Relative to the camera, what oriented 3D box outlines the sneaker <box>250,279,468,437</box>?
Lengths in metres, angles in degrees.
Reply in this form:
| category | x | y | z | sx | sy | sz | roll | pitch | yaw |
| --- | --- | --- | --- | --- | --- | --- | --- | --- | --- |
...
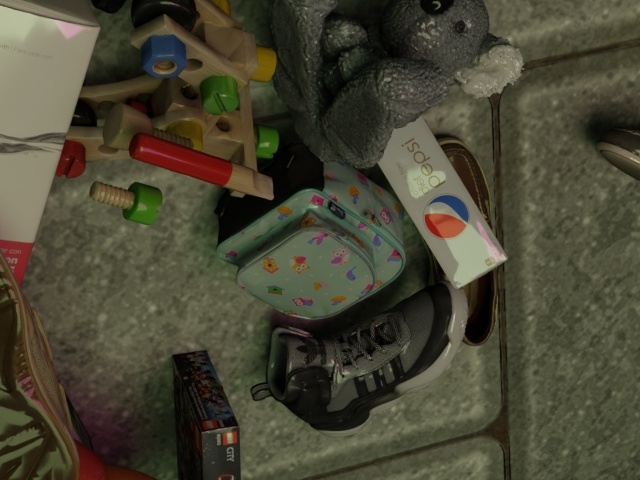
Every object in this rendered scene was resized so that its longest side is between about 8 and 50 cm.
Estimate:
| category | x | y | z | sx | sy | sz | roll | pitch | yaw |
| --- | --- | --- | --- | --- | --- | --- | --- | --- | --- |
| sneaker | 0.038 | 0.127 | 1.532 | 0.153 | 0.101 | 0.268 | 20 | 130 | -37 |

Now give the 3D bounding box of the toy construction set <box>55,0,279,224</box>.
| category | x | y | z | sx | sy | sz | roll | pitch | yaw |
| --- | --- | --- | --- | --- | --- | --- | --- | --- | --- |
| toy construction set | -0.110 | -0.121 | 1.291 | 0.237 | 0.309 | 0.257 | 17 | 118 | -31 |

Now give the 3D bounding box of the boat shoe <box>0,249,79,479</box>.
| category | x | y | z | sx | sy | sz | roll | pitch | yaw |
| --- | --- | --- | --- | --- | --- | --- | --- | --- | --- |
| boat shoe | -0.296 | 0.096 | 1.210 | 0.109 | 0.098 | 0.302 | -20 | 111 | -1 |

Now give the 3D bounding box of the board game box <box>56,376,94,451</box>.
| category | x | y | z | sx | sy | sz | roll | pitch | yaw |
| --- | --- | --- | --- | --- | --- | --- | --- | --- | --- |
| board game box | -0.433 | 0.220 | 1.468 | 0.316 | 0.064 | 0.242 | -23 | 129 | -6 |

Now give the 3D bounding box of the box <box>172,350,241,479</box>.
| category | x | y | z | sx | sy | sz | roll | pitch | yaw |
| --- | --- | --- | --- | --- | --- | --- | --- | --- | --- |
| box | -0.130 | 0.267 | 1.557 | 0.044 | 0.159 | 0.233 | -7 | 119 | -15 |

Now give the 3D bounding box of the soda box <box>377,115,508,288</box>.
| category | x | y | z | sx | sy | sz | roll | pitch | yaw |
| --- | --- | --- | --- | --- | --- | --- | --- | --- | --- |
| soda box | 0.118 | -0.057 | 1.465 | 0.069 | 0.074 | 0.216 | -32 | 95 | 7 |

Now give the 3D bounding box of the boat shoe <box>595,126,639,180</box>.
| category | x | y | z | sx | sy | sz | roll | pitch | yaw |
| --- | --- | --- | --- | --- | --- | --- | --- | --- | --- |
| boat shoe | 0.460 | -0.092 | 1.606 | 0.335 | 0.112 | 0.095 | 20 | 92 | -32 |

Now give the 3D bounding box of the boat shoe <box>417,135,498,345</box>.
| category | x | y | z | sx | sy | sz | roll | pitch | yaw |
| --- | --- | --- | --- | --- | --- | --- | --- | --- | --- |
| boat shoe | 0.167 | 0.007 | 1.556 | 0.095 | 0.095 | 0.257 | -18 | 121 | -9 |

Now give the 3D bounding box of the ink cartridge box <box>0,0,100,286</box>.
| category | x | y | z | sx | sy | sz | roll | pitch | yaw |
| --- | --- | --- | --- | --- | --- | --- | --- | --- | --- |
| ink cartridge box | -0.312 | -0.119 | 1.260 | 0.117 | 0.207 | 0.283 | 12 | 113 | -26 |

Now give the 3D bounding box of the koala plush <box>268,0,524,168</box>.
| category | x | y | z | sx | sy | sz | roll | pitch | yaw |
| --- | --- | --- | --- | --- | --- | --- | --- | --- | --- |
| koala plush | 0.079 | -0.191 | 1.356 | 0.221 | 0.196 | 0.203 | -34 | 161 | -25 |

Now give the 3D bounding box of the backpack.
| category | x | y | z | sx | sy | sz | roll | pitch | yaw |
| --- | --- | --- | --- | --- | --- | --- | --- | --- | --- |
| backpack | 0.000 | 0.000 | 1.463 | 0.188 | 0.144 | 0.166 | 25 | 133 | -39 |

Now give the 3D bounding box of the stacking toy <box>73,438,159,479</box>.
| category | x | y | z | sx | sy | sz | roll | pitch | yaw |
| --- | --- | --- | --- | --- | --- | --- | --- | --- | --- |
| stacking toy | -0.359 | 0.261 | 1.344 | 0.350 | 0.350 | 0.480 | -39 | 111 | 4 |
